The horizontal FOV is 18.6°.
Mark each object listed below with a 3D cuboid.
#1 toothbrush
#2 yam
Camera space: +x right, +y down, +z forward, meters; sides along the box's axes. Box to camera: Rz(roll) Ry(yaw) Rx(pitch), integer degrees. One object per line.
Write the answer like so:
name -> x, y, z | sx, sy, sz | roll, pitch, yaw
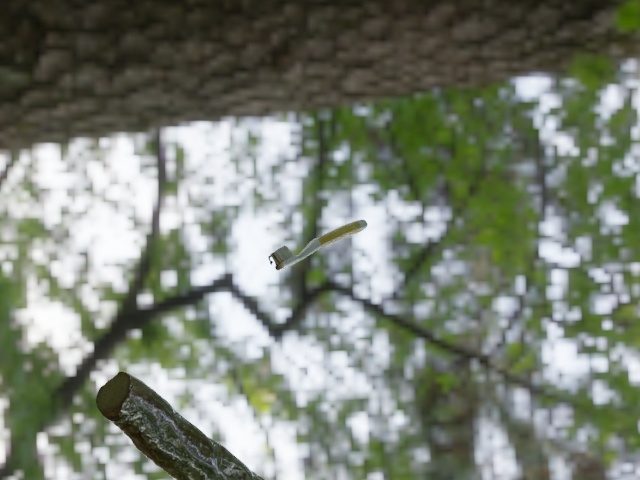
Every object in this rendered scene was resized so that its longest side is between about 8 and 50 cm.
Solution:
toothbrush -> 0.000, 0.000, 2.435 | 0.021, 0.288, 0.024 | -35, -94, 24
yam -> -0.113, 0.217, 1.887 | 0.061, 0.274, 0.061 | -26, -139, 25
